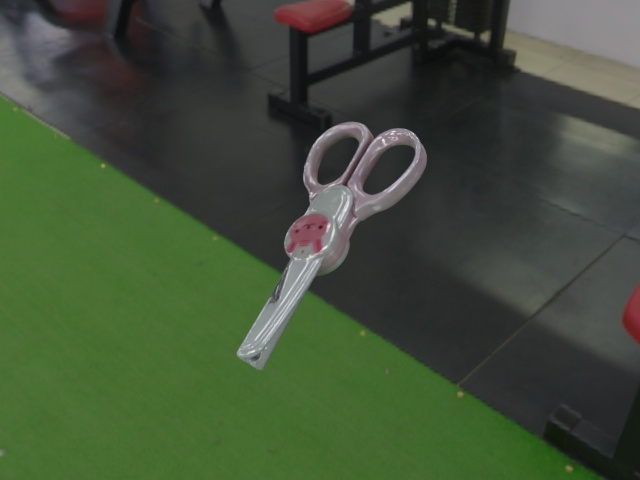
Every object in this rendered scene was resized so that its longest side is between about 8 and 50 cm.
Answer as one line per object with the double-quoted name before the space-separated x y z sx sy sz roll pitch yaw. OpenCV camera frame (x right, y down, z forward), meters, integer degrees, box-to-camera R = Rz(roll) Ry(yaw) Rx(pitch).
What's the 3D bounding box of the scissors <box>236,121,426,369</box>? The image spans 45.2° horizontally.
"scissors" 0.000 0.000 0.658 0.118 0.030 0.242 13 66 39
